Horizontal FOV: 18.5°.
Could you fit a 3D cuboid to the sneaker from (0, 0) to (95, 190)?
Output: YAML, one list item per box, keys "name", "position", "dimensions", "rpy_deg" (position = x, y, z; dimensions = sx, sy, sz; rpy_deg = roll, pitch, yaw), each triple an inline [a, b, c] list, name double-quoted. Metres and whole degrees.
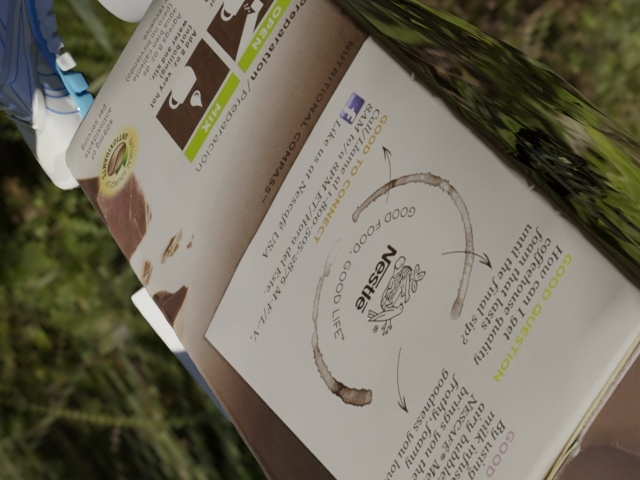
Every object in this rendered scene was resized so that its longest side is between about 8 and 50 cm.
- name: "sneaker"
  position: [-0.194, -0.104, 1.186]
  dimensions: [0.083, 0.071, 0.190]
  rpy_deg: [-40, 127, -31]

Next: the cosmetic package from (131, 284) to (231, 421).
- name: "cosmetic package"
  position: [0.000, 0.000, 1.617]
  dimensions: [0.224, 0.138, 0.224]
  rpy_deg: [-35, -175, 27]

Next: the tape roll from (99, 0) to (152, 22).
- name: "tape roll"
  position: [-0.170, -0.313, 1.796]
  dimensions: [0.072, 0.219, 0.219]
  rpy_deg: [-15, 174, 21]

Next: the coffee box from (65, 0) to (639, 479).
- name: "coffee box"
  position: [0.054, 0.020, 0.609]
  dimensions: [0.168, 0.297, 0.119]
  rpy_deg: [23, 105, -33]
